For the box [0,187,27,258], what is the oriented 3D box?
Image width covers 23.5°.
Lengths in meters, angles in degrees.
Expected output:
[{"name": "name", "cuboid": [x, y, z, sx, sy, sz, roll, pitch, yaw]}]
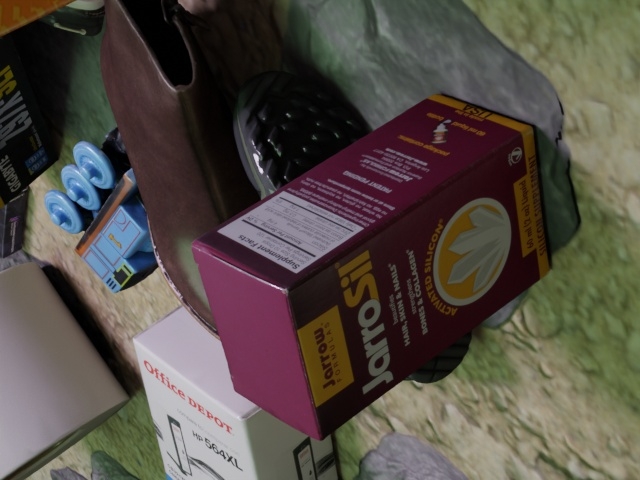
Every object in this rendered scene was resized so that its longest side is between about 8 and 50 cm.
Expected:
[{"name": "box", "cuboid": [-0.350, -0.072, 1.528, 0.162, 0.029, 0.116, 46, 150, 16]}]

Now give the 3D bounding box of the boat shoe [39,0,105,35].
[{"name": "boat shoe", "cuboid": [-0.220, -0.187, 1.157, 0.125, 0.046, 0.038, 15, 130, 4]}]

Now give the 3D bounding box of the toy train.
[{"name": "toy train", "cuboid": [-0.150, -0.033, 1.215, 0.105, 0.080, 0.184, 47, 149, 0]}]

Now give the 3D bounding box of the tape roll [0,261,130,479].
[{"name": "tape roll", "cuboid": [-0.333, 0.157, 1.508, 0.169, 0.246, 0.246, 54, 151, 3]}]

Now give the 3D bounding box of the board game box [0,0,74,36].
[{"name": "board game box", "cuboid": [-0.212, -0.319, 0.726, 0.356, 0.356, 0.356, 20, 135, 48]}]

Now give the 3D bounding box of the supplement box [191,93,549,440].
[{"name": "supplement box", "cuboid": [0.033, 0.010, 0.854, 0.081, 0.188, 0.104, 25, 138, 43]}]

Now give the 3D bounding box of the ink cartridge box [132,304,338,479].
[{"name": "ink cartridge box", "cuboid": [-0.065, 0.163, 1.265, 0.148, 0.086, 0.203, 30, 142, 40]}]

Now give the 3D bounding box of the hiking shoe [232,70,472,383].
[{"name": "hiking shoe", "cuboid": [0.000, 0.000, 1.003, 0.227, 0.086, 0.114, 60, 151, -3]}]

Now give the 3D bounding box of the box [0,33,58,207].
[{"name": "box", "cuboid": [-0.341, -0.183, 1.250, 0.257, 0.079, 0.322, 44, 166, 11]}]

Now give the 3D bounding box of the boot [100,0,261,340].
[{"name": "boot", "cuboid": [-0.087, -0.054, 1.015, 0.207, 0.090, 0.248, 88, 157, -72]}]

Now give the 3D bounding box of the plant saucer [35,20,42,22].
[{"name": "plant saucer", "cuboid": [-0.257, -0.244, 1.215, 0.168, 0.029, 0.168, 38, 145, 32]}]
